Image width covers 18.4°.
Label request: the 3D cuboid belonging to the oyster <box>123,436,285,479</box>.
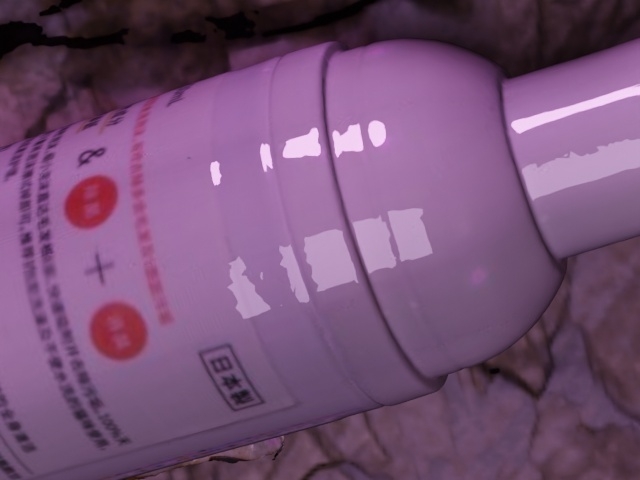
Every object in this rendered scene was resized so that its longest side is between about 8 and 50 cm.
[{"bbox_3d":[-0.061,0.081,0.868,0.093,0.034,0.051,-9,126,2],"label":"oyster"}]

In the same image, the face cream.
[{"bbox_3d":[0.000,0.000,0.763,0.369,0.145,0.145,-15,108,15],"label":"face cream"}]
